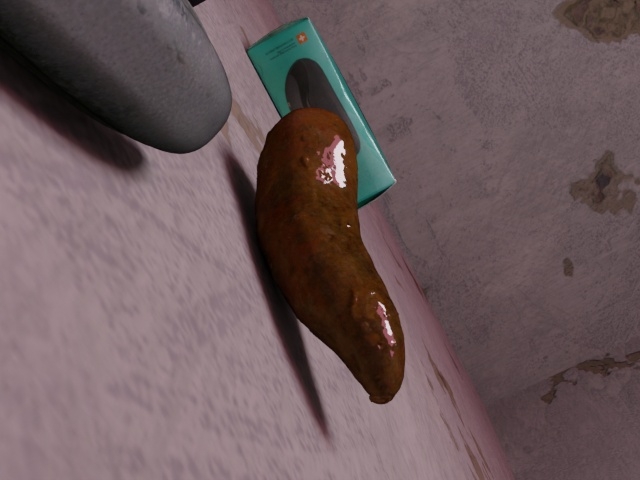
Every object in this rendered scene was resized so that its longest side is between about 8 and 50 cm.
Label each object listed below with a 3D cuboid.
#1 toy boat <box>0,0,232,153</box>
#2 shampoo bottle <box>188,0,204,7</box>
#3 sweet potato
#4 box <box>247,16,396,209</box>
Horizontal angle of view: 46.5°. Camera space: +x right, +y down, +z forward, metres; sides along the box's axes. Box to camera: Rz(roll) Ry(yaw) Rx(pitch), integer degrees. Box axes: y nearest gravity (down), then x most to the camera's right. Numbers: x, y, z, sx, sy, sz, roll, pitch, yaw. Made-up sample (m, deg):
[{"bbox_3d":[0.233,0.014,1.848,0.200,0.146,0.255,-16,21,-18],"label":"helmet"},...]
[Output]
[{"bbox_3d":[-0.111,-0.110,0.331,0.085,0.078,0.260,41,-1,29],"label":"toy boat"},{"bbox_3d":[-0.176,-0.395,0.752,0.309,0.098,0.071,57,10,-40],"label":"shampoo bottle"},{"bbox_3d":[-0.001,0.001,0.604,0.097,0.097,0.291,54,20,-50],"label":"sweet potato"},{"bbox_3d":[0.010,-0.207,1.263,0.311,0.118,0.205,62,10,-5],"label":"box"}]
